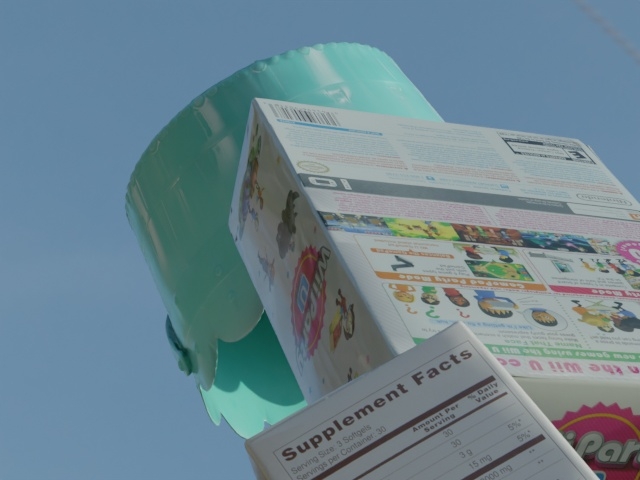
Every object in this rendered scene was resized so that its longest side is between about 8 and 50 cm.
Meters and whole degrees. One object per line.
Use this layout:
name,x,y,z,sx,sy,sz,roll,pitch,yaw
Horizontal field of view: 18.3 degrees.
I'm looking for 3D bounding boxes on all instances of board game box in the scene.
board game box,0.092,0.035,1.086,0.224,0.303,0.097,5,-65,-18

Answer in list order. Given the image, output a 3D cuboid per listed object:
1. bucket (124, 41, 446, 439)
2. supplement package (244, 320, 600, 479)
bucket,0.000,0.000,1.475,0.183,0.281,0.281,59,-34,27
supplement package,0.064,0.138,0.760,0.179,0.105,0.105,51,-15,43
